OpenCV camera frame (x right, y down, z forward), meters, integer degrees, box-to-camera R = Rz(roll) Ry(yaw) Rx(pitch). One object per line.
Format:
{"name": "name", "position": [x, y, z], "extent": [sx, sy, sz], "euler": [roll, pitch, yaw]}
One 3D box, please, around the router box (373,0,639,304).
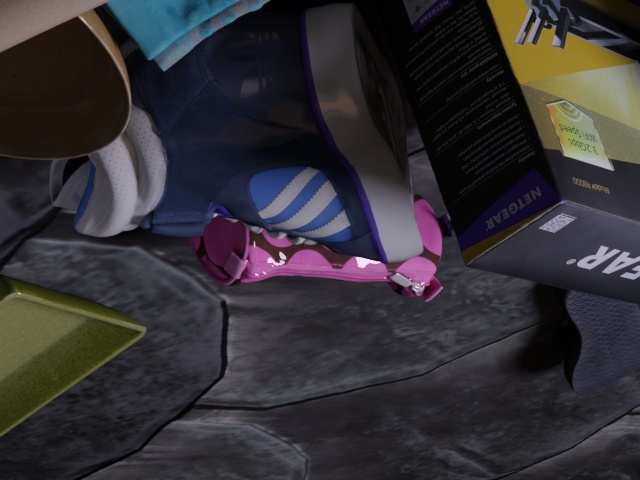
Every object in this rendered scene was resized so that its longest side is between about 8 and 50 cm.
{"name": "router box", "position": [0.178, -0.084, 1.092], "extent": [0.081, 0.243, 0.308], "euler": [-35, 150, 33]}

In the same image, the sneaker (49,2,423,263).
{"name": "sneaker", "position": [-0.063, -0.056, 1.158], "extent": [0.236, 0.130, 0.323], "euler": [-10, 160, 8]}

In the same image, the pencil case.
{"name": "pencil case", "position": [0.000, 0.000, 1.315], "extent": [0.209, 0.098, 0.095], "euler": [3, 148, -35]}

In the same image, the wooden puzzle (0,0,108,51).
{"name": "wooden puzzle", "position": [-0.194, -0.183, 0.752], "extent": [0.221, 0.044, 0.239], "euler": [-21, 127, 20]}

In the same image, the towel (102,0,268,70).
{"name": "towel", "position": [-0.012, -0.251, 0.748], "extent": [0.370, 0.040, 0.271], "euler": [-26, 127, 22]}

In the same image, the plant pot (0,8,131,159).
{"name": "plant pot", "position": [-0.210, -0.121, 0.911], "extent": [0.236, 0.032, 0.236], "euler": [16, 155, 8]}

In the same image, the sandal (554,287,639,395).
{"name": "sandal", "position": [0.287, 0.079, 1.717], "extent": [0.097, 0.054, 0.254], "euler": [-23, 145, -4]}

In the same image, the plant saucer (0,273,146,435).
{"name": "plant saucer", "position": [-0.267, 0.091, 1.360], "extent": [0.188, 0.045, 0.188], "euler": [-35, 155, 17]}
